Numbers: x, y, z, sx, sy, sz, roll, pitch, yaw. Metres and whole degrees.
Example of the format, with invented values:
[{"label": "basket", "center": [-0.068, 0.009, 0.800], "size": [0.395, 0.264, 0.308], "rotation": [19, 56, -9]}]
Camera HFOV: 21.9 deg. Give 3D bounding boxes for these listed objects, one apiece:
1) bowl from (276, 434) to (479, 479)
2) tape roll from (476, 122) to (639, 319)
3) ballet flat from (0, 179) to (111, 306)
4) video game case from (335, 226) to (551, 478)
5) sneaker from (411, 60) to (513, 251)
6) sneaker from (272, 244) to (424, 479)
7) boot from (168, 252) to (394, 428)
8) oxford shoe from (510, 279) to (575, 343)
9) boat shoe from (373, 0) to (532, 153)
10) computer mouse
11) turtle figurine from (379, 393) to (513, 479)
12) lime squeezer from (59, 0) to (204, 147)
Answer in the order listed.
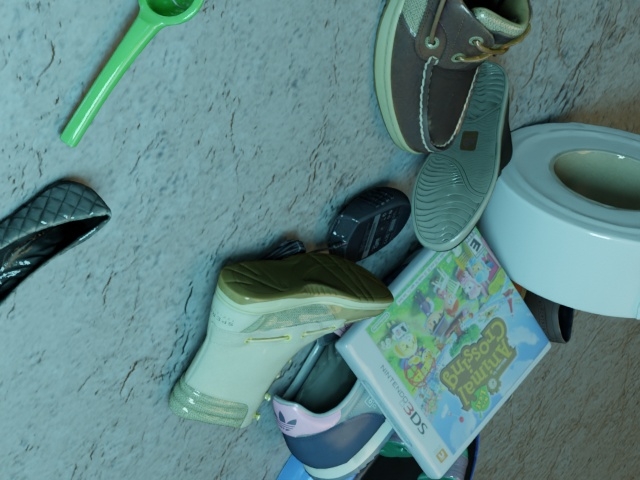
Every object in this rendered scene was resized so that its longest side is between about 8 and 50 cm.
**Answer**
[{"label": "bowl", "center": [0.059, 0.331, 1.979], "size": [0.391, 0.077, 0.391], "rotation": [-39, 144, -35]}, {"label": "tape roll", "center": [0.322, -0.028, 1.874], "size": [0.286, 0.286, 0.100], "rotation": [-25, 135, -47]}, {"label": "ballet flat", "center": [-0.233, 0.015, 1.269], "size": [0.173, 0.049, 0.057], "rotation": [-46, 147, -25]}, {"label": "video game case", "center": [0.135, 0.111, 1.748], "size": [0.212, 0.023, 0.193], "rotation": [-46, 114, -26]}, {"label": "sneaker", "center": [0.162, -0.069, 1.751], "size": [0.118, 0.083, 0.222], "rotation": [64, 42, -59]}, {"label": "sneaker", "center": [0.065, 0.100, 1.761], "size": [0.319, 0.112, 0.131], "rotation": [-57, 138, -22]}, {"label": "boot", "center": [-0.038, 0.099, 1.591], "size": [0.213, 0.077, 0.165], "rotation": [-2, 126, -44]}, {"label": "oxford shoe", "center": [0.316, 0.002, 2.078], "size": [0.097, 0.098, 0.271], "rotation": [-21, 132, -50]}, {"label": "boat shoe", "center": [0.140, -0.219, 1.584], "size": [0.123, 0.123, 0.342], "rotation": [-30, 138, -43]}, {"label": "computer mouse", "center": [0.000, 0.000, 1.650], "size": [0.242, 0.041, 0.071], "rotation": [-23, 145, -40]}, {"label": "turtle figurine", "center": [0.146, 0.151, 1.845], "size": [0.234, 0.175, 0.118], "rotation": [-66, -171, -29]}, {"label": "lime squeezer", "center": [-0.102, -0.202, 1.306], "size": [0.310, 0.059, 0.110], "rotation": [-46, 178, -28]}]
